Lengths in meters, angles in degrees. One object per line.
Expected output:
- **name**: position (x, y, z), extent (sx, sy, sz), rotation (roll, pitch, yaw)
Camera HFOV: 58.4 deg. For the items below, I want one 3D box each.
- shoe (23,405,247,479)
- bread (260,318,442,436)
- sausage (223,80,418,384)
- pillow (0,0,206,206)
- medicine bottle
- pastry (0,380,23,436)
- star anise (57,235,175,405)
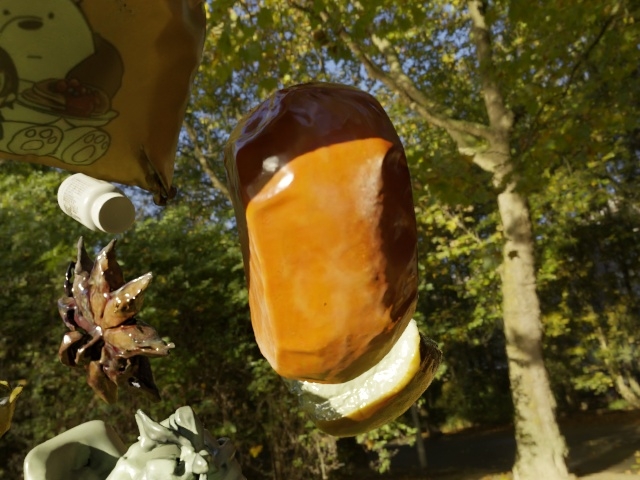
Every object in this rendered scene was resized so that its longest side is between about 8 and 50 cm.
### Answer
- **shoe**: position (-0.057, 0.157, 0.291), extent (0.293, 0.149, 0.109), rotation (-9, 4, 32)
- **bread**: position (0.079, 0.214, 1.025), extent (0.250, 0.225, 0.279), rotation (-41, -22, 8)
- **sausage**: position (0.001, 0.000, 0.501), extent (0.141, 0.267, 0.153), rotation (-12, 19, -15)
- **pillow**: position (-0.182, -0.174, 0.303), extent (0.310, 0.119, 0.312), rotation (12, -61, -30)
- **medicine bottle**: position (-0.359, -0.058, 0.923), extent (0.140, 0.079, 0.079), rotation (22, 7, 42)
- **pastry**: position (-0.437, 0.170, 0.508), extent (0.240, 0.235, 0.132), rotation (-54, -7, 4)
- **star anise**: position (-0.317, 0.122, 0.808), extent (0.272, 0.271, 0.103), rotation (-23, -3, 39)
